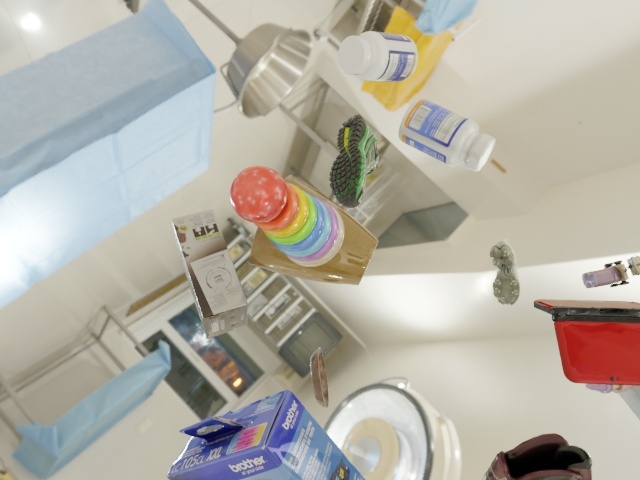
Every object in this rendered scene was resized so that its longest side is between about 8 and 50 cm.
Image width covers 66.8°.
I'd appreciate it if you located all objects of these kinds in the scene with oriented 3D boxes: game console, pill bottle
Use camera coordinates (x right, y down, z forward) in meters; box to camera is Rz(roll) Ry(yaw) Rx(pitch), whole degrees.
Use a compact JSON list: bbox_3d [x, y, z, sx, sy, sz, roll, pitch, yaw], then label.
[{"bbox_3d":[0.362,0.125,0.618,0.124,0.144,0.085,-7,98,-85],"label":"game console"},{"bbox_3d":[0.135,-0.437,1.158,0.187,0.112,0.112,-15,154,-42],"label":"pill bottle"},{"bbox_3d":[0.395,-0.324,1.514,0.152,0.272,0.152,-45,155,-28],"label":"pill bottle"}]

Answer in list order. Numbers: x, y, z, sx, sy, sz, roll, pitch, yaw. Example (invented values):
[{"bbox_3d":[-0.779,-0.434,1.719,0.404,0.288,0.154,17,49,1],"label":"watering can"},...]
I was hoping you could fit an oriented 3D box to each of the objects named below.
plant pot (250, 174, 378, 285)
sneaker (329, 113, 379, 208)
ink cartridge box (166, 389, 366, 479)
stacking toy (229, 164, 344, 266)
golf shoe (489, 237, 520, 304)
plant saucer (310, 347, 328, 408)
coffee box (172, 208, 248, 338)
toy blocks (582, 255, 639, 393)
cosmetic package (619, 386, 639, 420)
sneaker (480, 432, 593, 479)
[{"bbox_3d":[0.000,0.000,1.156,0.237,0.254,0.237,23,90,-83],"label":"plant pot"},{"bbox_3d":[0.130,-0.242,1.538,0.134,0.146,0.343,-22,-135,43],"label":"sneaker"},{"bbox_3d":[-0.102,0.469,0.955,0.270,0.395,0.151,-30,-167,28],"label":"ink cartridge box"},{"bbox_3d":[-0.064,-0.048,0.864,0.141,0.141,0.330,-46,158,3],"label":"stacking toy"},{"bbox_3d":[0.476,0.078,1.228,0.069,0.176,0.086,4,-152,34],"label":"golf shoe"},{"bbox_3d":[-0.004,0.390,1.374,0.029,0.168,0.168,-10,174,4],"label":"plant saucer"},{"bbox_3d":[-0.298,0.090,1.308,0.119,0.297,0.168,-17,155,-19],"label":"coffee box"},{"bbox_3d":[0.683,0.193,1.083,0.260,0.308,0.288,-8,167,-13],"label":"toy blocks"},{"bbox_3d":[0.861,0.396,1.244,0.127,0.107,0.238,-17,-162,14],"label":"cosmetic package"},{"bbox_3d":[0.342,0.331,0.602,0.106,0.282,0.162,-66,163,-59],"label":"sneaker"}]
